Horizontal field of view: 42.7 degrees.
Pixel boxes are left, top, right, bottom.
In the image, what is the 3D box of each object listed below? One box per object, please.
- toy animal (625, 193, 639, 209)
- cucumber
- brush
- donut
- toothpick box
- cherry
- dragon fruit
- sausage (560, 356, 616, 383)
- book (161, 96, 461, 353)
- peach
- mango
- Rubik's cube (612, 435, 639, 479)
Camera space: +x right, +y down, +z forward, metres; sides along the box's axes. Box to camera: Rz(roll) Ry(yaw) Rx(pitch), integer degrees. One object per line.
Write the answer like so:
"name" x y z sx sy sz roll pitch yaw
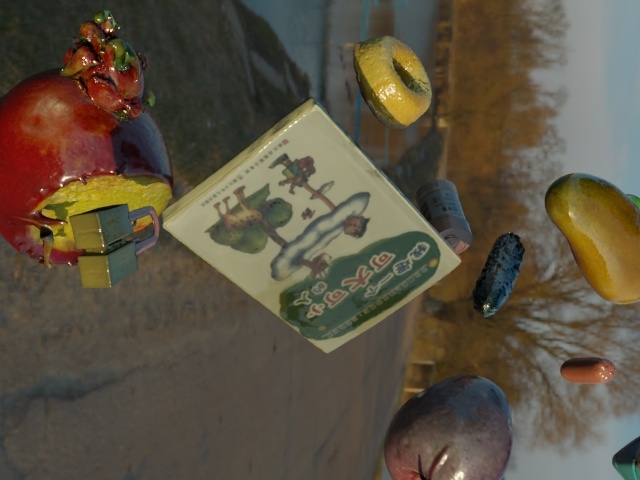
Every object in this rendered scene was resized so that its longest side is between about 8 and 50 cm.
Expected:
"toy animal" 0.608 -0.019 1.658 0.208 0.100 0.103 87 14 -73
"cucumber" 0.356 0.079 1.652 0.303 0.072 0.081 -48 146 -56
"brush" -0.285 -0.007 1.193 0.233 0.047 0.103 -48 132 -75
"donut" 0.127 -0.270 1.367 0.178 0.065 0.162 -34 100 -57
"toothpick box" 0.273 -0.051 1.824 0.098 0.098 0.149 80 0 -51
"cherry" 0.202 0.323 1.298 0.266 0.213 0.183 -41 98 -34
"dragon fruit" -0.316 -0.256 1.225 0.142 0.138 0.175 -31 160 -33
"sausage" 0.628 0.305 1.923 0.154 0.062 0.062 156 -61 -68
"book" 0.000 0.000 1.133 0.371 0.260 0.043 42 20 -38
"peach" -0.448 -0.139 1.462 0.310 0.335 0.406 58 -13 9
"mango" 0.365 -0.007 1.058 0.227 0.099 0.136 41 49 -30
"Rubik's cube" 0.626 0.423 1.399 0.254 0.254 0.254 2 90 -81
